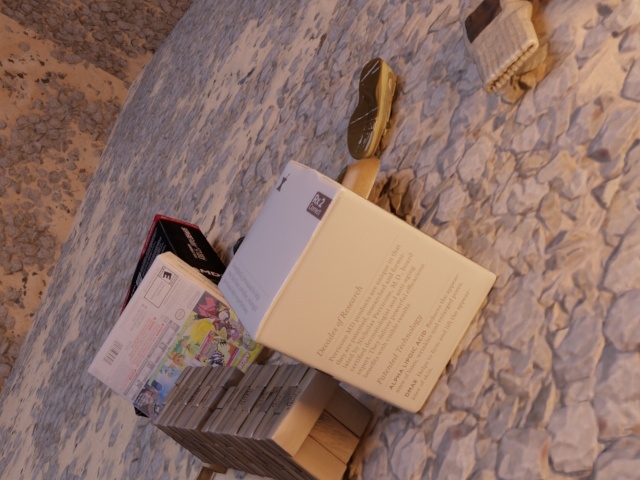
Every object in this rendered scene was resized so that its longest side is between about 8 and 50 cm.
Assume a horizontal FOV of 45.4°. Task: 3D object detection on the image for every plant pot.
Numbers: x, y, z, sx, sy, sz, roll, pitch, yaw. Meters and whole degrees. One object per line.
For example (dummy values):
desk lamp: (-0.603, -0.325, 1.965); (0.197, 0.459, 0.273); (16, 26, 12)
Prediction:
plant pot: (0.000, 0.000, 0.913); (0.236, 0.032, 0.236); (-60, 5, 9)

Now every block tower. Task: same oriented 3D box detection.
block tower: (-0.077, 0.199, 0.851); (0.335, 0.097, 0.091); (-18, 35, 58)

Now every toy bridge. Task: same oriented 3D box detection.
toy bridge: (-0.170, 0.367, 0.965); (0.063, 0.026, 0.188); (-18, 49, 58)

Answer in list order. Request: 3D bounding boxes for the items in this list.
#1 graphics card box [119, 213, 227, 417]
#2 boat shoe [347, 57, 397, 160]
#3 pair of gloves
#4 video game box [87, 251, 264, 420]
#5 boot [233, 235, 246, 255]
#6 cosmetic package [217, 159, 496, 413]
graphics card box: (-0.247, 0.112, 1.260); (0.233, 0.094, 0.371); (-69, 22, 7)
boat shoe: (0.075, -0.173, 1.034); (0.056, 0.048, 0.153); (-16, 57, 43)
pair of gloves: (0.241, -0.275, 0.807); (0.240, 0.042, 0.204); (-48, 24, 25)
video game box: (-0.190, 0.150, 1.045); (0.205, 0.187, 0.048); (-56, -7, 13)
boot: (-0.081, 0.019, 1.044); (0.045, 0.121, 0.099); (-58, 31, 4)
cosmetic package: (0.028, 0.040, 0.722); (0.151, 0.183, 0.151); (-61, 24, 3)
